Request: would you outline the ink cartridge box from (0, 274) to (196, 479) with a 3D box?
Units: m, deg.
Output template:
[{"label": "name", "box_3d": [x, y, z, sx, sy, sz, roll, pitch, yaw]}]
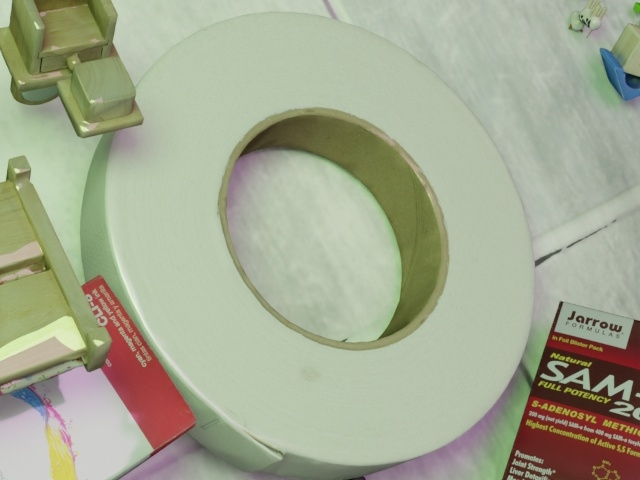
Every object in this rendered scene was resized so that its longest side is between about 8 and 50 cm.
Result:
[{"label": "ink cartridge box", "box_3d": [-0.204, 0.132, 0.816, 0.176, 0.128, 0.127, -32, 88, -29]}]

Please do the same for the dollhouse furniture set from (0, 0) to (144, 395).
[{"label": "dollhouse furniture set", "box_3d": [-0.227, 0.030, 0.774, 0.303, 0.174, 0.356, -18, 68, -27]}]

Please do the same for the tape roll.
[{"label": "tape roll", "box_3d": [0.000, 0.000, 0.961, 0.392, 0.072, 0.392, 11, 65, -25]}]

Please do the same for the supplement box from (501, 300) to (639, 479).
[{"label": "supplement box", "box_3d": [0.230, 0.181, 0.991, 0.130, 0.073, 0.239, 14, 62, 18]}]

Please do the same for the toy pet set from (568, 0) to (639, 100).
[{"label": "toy pet set", "box_3d": [0.313, -0.195, 1.203, 0.122, 0.065, 0.114, 13, 34, -23]}]

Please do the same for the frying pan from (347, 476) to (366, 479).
[{"label": "frying pan", "box_3d": [-0.036, 0.341, 0.872, 0.326, 0.053, 0.197, -30, 89, -26]}]
